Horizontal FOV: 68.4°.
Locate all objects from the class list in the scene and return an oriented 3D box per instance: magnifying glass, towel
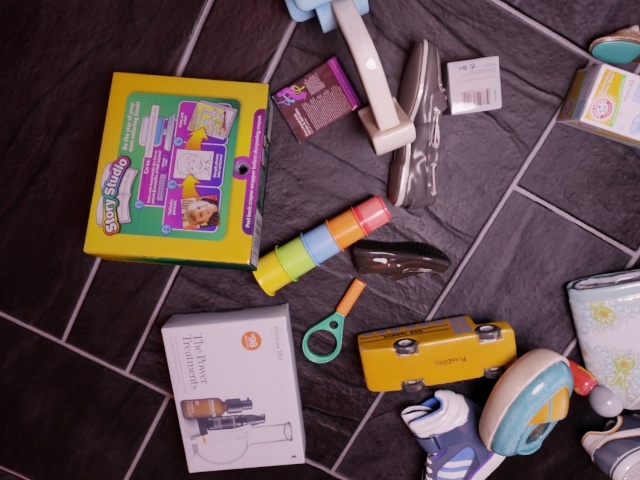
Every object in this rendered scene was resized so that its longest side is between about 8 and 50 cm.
[{"bbox_3d":[0.036,0.190,1.107,0.092,0.026,0.231,30,102,-5],"label":"magnifying glass"},{"bbox_3d":[0.758,0.209,0.998,0.374,0.090,0.321,-13,102,31],"label":"towel"}]

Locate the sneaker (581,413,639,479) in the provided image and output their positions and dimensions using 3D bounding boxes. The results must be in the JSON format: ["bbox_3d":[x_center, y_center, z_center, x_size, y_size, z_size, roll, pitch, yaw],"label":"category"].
[{"bbox_3d":[0.766,0.473,1.114,0.320,0.127,0.126,1,111,-24],"label":"sneaker"}]

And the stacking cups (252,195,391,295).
[{"bbox_3d":[0.000,0.000,1.022,0.316,0.096,0.096,-33,100,8],"label":"stacking cups"}]

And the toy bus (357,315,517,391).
[{"bbox_3d":[0.256,0.251,1.061,0.332,0.130,0.109,-11,102,4],"label":"toy bus"}]

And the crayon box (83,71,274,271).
[{"bbox_3d":[-0.268,-0.134,0.935,0.312,0.106,0.364,4,79,2],"label":"crayon box"}]

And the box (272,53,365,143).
[{"bbox_3d":[-0.004,-0.296,0.991,0.162,0.029,0.116,-30,100,7],"label":"box"}]

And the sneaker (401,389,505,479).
[{"bbox_3d":[0.268,0.505,1.133,0.236,0.130,0.323,35,105,2],"label":"sneaker"}]

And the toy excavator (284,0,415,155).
[{"bbox_3d":[0.029,-0.421,0.815,0.222,0.433,0.446,-20,63,6],"label":"toy excavator"}]

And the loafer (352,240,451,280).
[{"bbox_3d":[0.178,0.050,1.050,0.219,0.080,0.079,6,113,5],"label":"loafer"}]

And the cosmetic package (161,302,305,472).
[{"bbox_3d":[-0.195,0.352,1.118,0.283,0.097,0.378,-7,103,0],"label":"cosmetic package"}]

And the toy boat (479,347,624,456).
[{"bbox_3d":[0.498,0.342,1.002,0.317,0.148,0.268,-7,123,-28],"label":"toy boat"}]

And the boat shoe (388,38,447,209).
[{"bbox_3d":[0.211,-0.229,0.968,0.095,0.112,0.336,2,108,-12],"label":"boat shoe"}]

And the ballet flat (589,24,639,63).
[{"bbox_3d":[0.639,-0.390,0.941,0.206,0.073,0.067,10,76,-4],"label":"ballet flat"}]

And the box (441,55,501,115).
[{"bbox_3d":[0.299,-0.309,0.949,0.101,0.087,0.102,-7,102,3],"label":"box"}]

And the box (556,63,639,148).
[{"bbox_3d":[0.607,-0.262,0.944,0.202,0.103,0.114,18,103,-3],"label":"box"}]
